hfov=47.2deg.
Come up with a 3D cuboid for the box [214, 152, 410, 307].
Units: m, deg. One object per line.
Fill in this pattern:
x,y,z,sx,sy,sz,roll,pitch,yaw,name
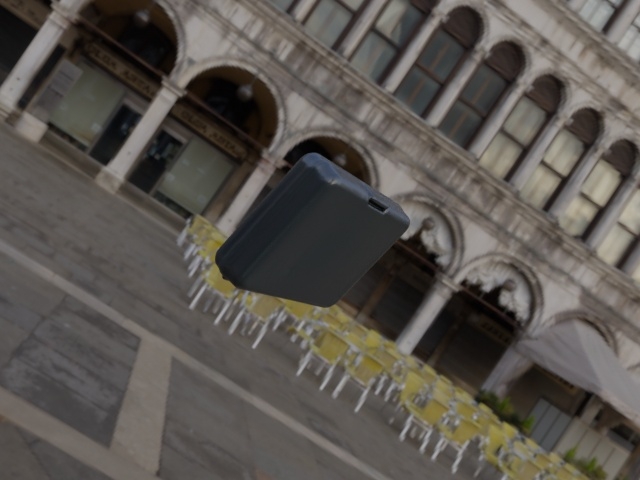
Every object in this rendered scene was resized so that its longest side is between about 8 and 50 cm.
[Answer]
0.000,0.000,0.794,0.050,0.160,0.230,48,12,26,box
